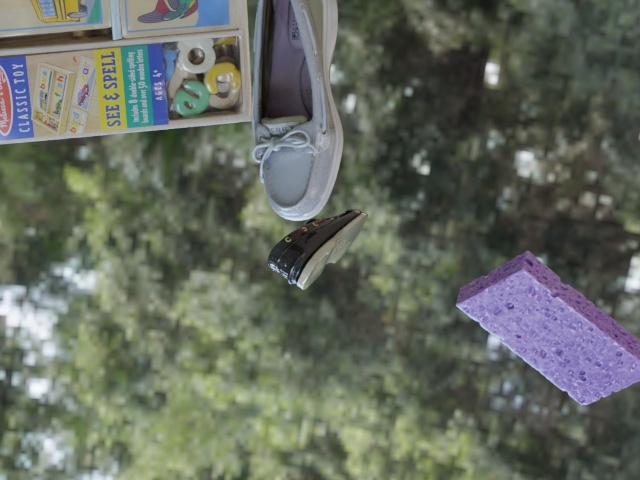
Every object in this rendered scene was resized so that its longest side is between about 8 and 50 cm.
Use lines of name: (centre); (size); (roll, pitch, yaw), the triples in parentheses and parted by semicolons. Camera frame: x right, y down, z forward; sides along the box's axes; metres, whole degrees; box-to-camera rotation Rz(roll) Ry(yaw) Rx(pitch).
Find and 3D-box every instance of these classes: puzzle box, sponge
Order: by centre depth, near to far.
puzzle box: (-0.211, -0.303, 1.667); (0.272, 0.408, 0.052); (-6, -159, -9)
sponge: (0.269, 0.103, 1.961); (0.210, 0.117, 0.031); (37, -133, -18)

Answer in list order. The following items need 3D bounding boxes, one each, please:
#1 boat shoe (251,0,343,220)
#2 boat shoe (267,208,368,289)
boat shoe: (-0.041, -0.187, 2.204); (0.118, 0.320, 0.103); (4, 180, 32)
boat shoe: (0.001, -0.001, 1.434); (0.042, 0.049, 0.133); (33, -149, 13)
